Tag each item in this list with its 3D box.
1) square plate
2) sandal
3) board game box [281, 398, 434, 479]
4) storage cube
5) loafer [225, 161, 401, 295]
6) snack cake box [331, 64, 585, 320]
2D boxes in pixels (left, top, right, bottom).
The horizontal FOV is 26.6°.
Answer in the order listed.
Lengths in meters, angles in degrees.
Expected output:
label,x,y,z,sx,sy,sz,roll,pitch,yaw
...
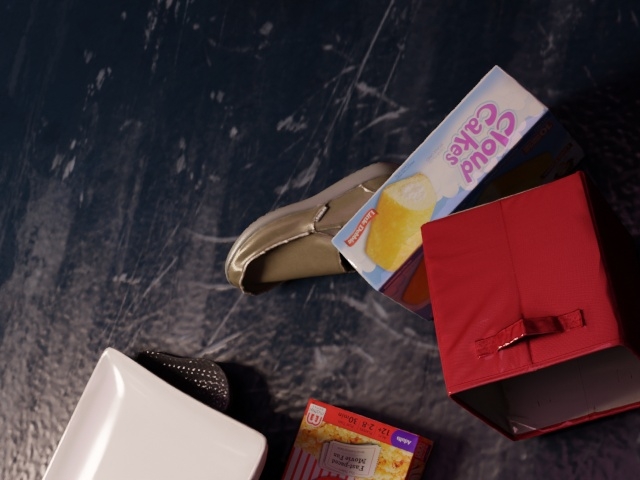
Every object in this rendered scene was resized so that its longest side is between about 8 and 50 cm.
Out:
label,x,y,z,sx,sy,sz,roll,pitch,yaw
square plate,-0.221,0.334,1.574,0.344,0.049,0.347,21,85,48
sandal,-0.161,0.174,1.653,0.179,0.040,0.067,13,74,45
board game box,0.025,0.290,1.507,0.147,0.045,0.193,14,80,31
storage cube,0.230,0.071,1.381,0.184,0.215,0.193,-19,59,21
loafer,0.000,0.000,1.589,0.251,0.094,0.087,-31,57,15
snack cake box,0.155,-0.047,1.491,0.264,0.152,0.089,-47,59,7
